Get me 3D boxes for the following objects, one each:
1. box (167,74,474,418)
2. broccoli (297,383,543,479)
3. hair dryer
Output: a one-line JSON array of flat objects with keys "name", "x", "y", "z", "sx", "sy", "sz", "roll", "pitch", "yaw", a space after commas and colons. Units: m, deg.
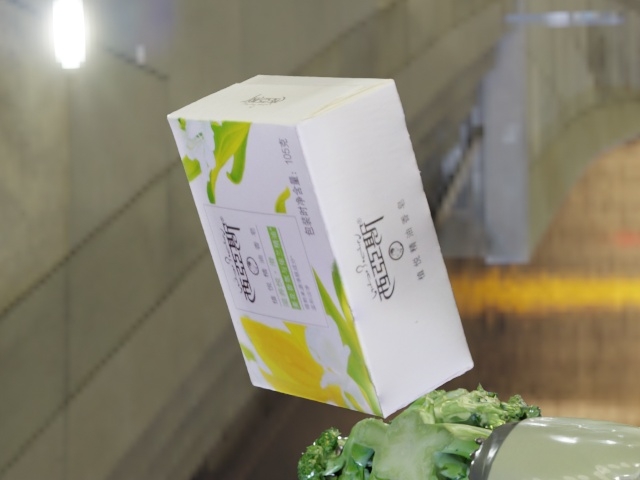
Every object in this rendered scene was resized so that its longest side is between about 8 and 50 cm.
[{"name": "box", "x": 0.000, "y": 0.000, "z": 1.616, "sx": 0.111, "sy": 0.194, "sz": 0.260, "roll": -29, "pitch": 110, "yaw": -30}, {"name": "broccoli", "x": 0.127, "y": 0.253, "z": 1.959, "sx": 0.245, "sy": 0.294, "sz": 0.265, "roll": 42, "pitch": 41, "yaw": -48}, {"name": "hair dryer", "x": 0.184, "y": 0.183, "z": 0.874, "sx": 0.088, "sy": 0.219, "sz": 0.225, "roll": -34, "pitch": 111, "yaw": -41}]
